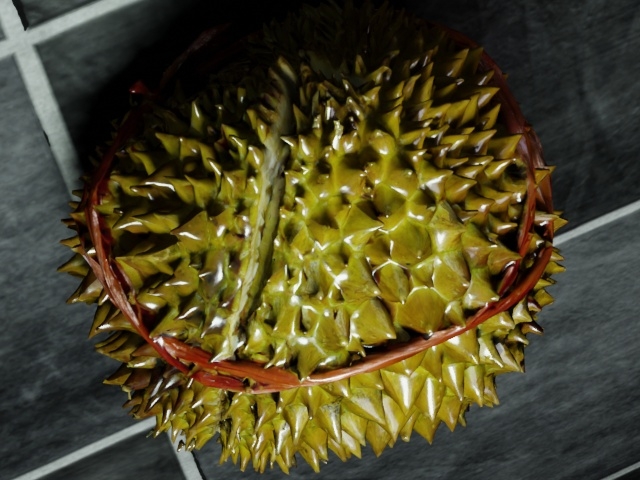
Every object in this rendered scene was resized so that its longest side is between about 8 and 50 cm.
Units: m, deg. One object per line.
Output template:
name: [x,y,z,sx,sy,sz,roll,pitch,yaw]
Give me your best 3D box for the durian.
durian: [-0.005,0.002,1.316,0.348,0.347,0.384,-20,176,-13]
